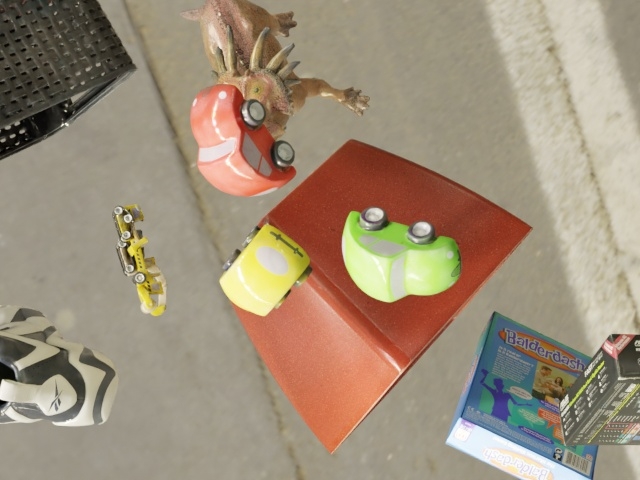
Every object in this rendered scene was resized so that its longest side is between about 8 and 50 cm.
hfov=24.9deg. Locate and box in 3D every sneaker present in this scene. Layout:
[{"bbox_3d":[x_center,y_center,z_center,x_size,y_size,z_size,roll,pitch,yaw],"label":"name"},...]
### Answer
[{"bbox_3d":[-0.319,0.115,1.368,0.235,0.153,0.094,26,100,40],"label":"sneaker"}]

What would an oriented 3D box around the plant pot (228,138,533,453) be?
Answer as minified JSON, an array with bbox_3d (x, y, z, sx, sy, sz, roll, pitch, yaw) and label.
[{"bbox_3d":[0.044,0.044,1.716,0.236,0.267,0.267,42,147,7],"label":"plant pot"}]

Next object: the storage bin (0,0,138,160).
[{"bbox_3d":[-0.217,-0.091,0.879,0.122,0.180,0.084,-28,94,48],"label":"storage bin"}]

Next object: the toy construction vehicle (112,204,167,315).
[{"bbox_3d":[-0.159,0.018,1.306,0.035,0.086,0.098,-17,84,-13],"label":"toy construction vehicle"}]

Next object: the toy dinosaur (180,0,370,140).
[{"bbox_3d":[-0.080,-0.198,1.574,0.127,0.200,0.295,-42,60,14],"label":"toy dinosaur"}]

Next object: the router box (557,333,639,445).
[{"bbox_3d":[0.241,0.113,1.083,0.092,0.038,0.122,3,148,-12],"label":"router box"}]

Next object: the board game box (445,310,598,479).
[{"bbox_3d":[0.241,0.186,1.646,0.160,0.210,0.047,26,126,3],"label":"board game box"}]

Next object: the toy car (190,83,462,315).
[{"bbox_3d":[0.000,0.000,1.149,0.225,0.053,0.239,16,138,22],"label":"toy car"}]
